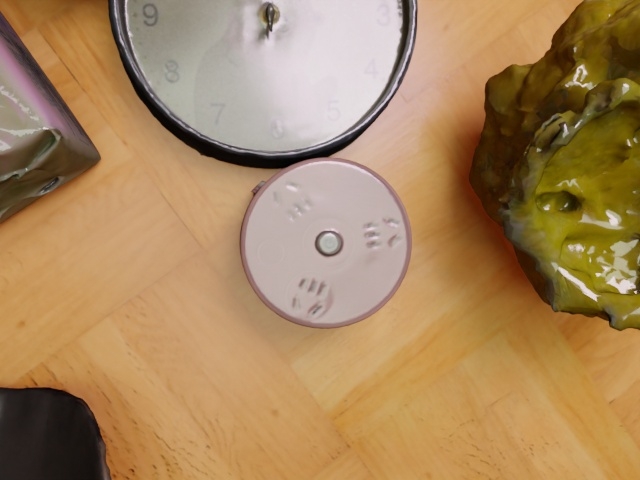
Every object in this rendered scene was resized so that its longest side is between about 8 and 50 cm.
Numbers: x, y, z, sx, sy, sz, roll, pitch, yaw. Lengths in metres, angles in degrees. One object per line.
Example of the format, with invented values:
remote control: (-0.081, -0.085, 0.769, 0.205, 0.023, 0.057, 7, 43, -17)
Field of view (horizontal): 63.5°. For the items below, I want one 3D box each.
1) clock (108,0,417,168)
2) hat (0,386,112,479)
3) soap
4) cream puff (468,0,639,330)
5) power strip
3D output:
clock: (-0.048, -0.205, 0.470, 0.281, 0.055, 0.280, 0, 93, -9)
hat: (-0.266, 0.337, 0.431, 0.367, 0.257, 0.381, 1, 56, 7)
soap: (-0.311, -0.101, 0.392, 0.182, 0.138, 0.199, -34, 96, -7)
cream puff: (0.229, -0.051, 0.405, 0.185, 0.282, 0.281, -16, 95, -28)
power strip: (0.000, 0.000, 0.473, 0.154, 0.078, 0.154, 0, 93, -8)
